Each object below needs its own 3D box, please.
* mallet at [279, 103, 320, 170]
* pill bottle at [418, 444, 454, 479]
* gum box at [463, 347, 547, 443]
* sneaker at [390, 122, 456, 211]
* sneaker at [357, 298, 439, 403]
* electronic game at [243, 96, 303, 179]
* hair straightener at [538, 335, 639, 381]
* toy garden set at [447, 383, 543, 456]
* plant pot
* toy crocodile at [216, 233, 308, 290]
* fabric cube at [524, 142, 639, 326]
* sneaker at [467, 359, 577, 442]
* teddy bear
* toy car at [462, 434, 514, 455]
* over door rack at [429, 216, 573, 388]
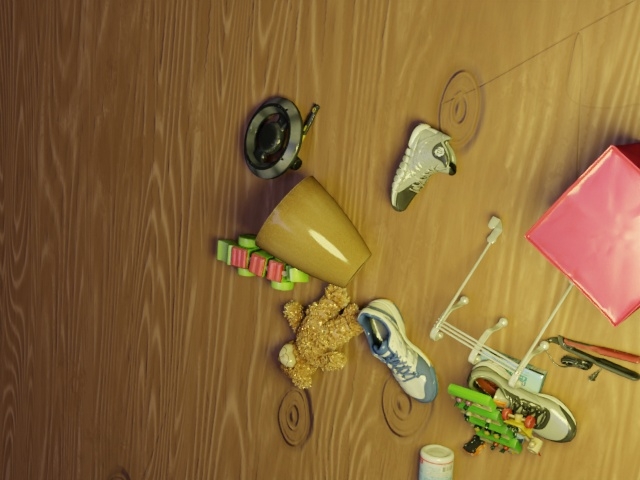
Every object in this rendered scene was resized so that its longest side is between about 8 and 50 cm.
[{"bbox_3d":[-0.056,-0.288,2.060,0.062,0.039,0.190,31,108,30],"label":"mallet"},{"bbox_3d":[0.294,0.614,1.931,0.087,0.087,0.160,9,102,33],"label":"pill bottle"},{"bbox_3d":[0.444,0.372,1.818,0.157,0.041,0.184,20,108,29],"label":"gum box"},{"bbox_3d":[0.259,-0.160,1.835,0.132,0.086,0.229,25,110,26],"label":"sneaker"},{"bbox_3d":[0.187,0.295,1.928,0.112,0.131,0.296,-39,77,30],"label":"sneaker"},{"bbox_3d":[-0.132,-0.282,2.078,0.229,0.048,0.229,-9,77,42],"label":"electronic game"},{"bbox_3d":[0.602,0.276,1.693,0.230,0.047,0.089,12,104,32],"label":"hair straightener"},{"bbox_3d":[0.412,0.436,1.720,0.203,0.049,0.244,12,148,43],"label":"toy garden set"},{"bbox_3d":[0.000,0.000,1.967,0.254,0.237,0.237,39,118,8],"label":"plant pot"},{"bbox_3d":[-0.169,0.062,2.146,0.340,0.105,0.115,18,107,31],"label":"toy crocodile"},{"bbox_3d":[0.619,-0.021,1.508,0.259,0.258,0.254,49,119,18],"label":"fabric cube"},{"bbox_3d":[0.453,0.380,1.725,0.271,0.108,0.100,30,110,24],"label":"sneaker"},{"bbox_3d":[-0.012,0.261,2.069,0.338,0.113,0.245,-31,78,33],"label":"teddy bear"},{"bbox_3d":[0.416,0.521,1.855,0.122,0.060,0.040,8,134,40],"label":"toy car"},{"bbox_3d":[0.434,0.145,1.740,0.239,0.108,0.324,30,92,29],"label":"over door rack"}]
